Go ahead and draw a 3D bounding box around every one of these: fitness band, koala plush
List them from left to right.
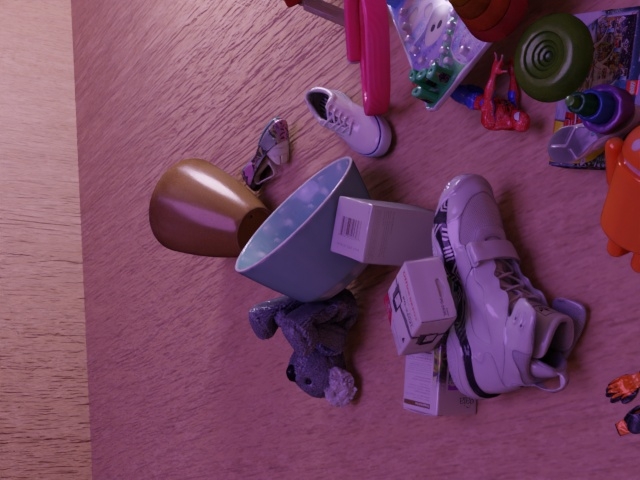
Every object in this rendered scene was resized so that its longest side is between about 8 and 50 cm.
[{"bbox_3d":[-0.005,0.220,1.852,0.196,0.203,0.221,11,116,56],"label":"koala plush"},{"bbox_3d":[0.088,-0.380,1.745,0.209,0.054,0.291,-105,8,-56],"label":"fitness band"}]

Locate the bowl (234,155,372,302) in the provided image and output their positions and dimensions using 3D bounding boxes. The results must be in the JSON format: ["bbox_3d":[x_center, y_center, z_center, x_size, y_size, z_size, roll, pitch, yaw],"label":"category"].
[{"bbox_3d":[0.000,0.000,1.783,0.311,0.163,0.311,-43,13,12],"label":"bowl"}]

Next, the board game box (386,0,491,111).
[{"bbox_3d":[0.241,-0.477,1.551,0.390,0.050,0.390,-51,34,33],"label":"board game box"}]

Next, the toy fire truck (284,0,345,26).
[{"bbox_3d":[-0.013,-0.578,1.955,0.158,0.217,0.246,3,131,56],"label":"toy fire truck"}]

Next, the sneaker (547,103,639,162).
[{"bbox_3d":[0.390,-0.147,1.291,0.152,0.061,0.054,-27,70,44],"label":"sneaker"}]

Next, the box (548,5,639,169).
[{"bbox_3d":[0.424,-0.220,1.349,0.159,0.044,0.233,11,95,55],"label":"box"}]

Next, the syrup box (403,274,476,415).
[{"bbox_3d":[0.210,0.177,1.574,0.096,0.093,0.237,-1,85,56],"label":"syrup box"}]

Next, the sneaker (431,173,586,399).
[{"bbox_3d":[0.295,0.067,1.431,0.210,0.137,0.366,-9,83,55],"label":"sneaker"}]

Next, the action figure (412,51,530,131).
[{"bbox_3d":[0.268,-0.273,1.543,0.280,0.091,0.139,47,133,48],"label":"action figure"}]

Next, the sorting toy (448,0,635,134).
[{"bbox_3d":[0.279,-0.279,1.283,0.127,0.126,0.365,-57,49,29],"label":"sorting toy"}]

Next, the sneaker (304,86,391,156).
[{"bbox_3d":[0.048,-0.240,1.868,0.258,0.091,0.094,42,120,50],"label":"sneaker"}]

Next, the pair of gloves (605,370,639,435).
[{"bbox_3d":[0.439,0.232,1.301,0.074,0.010,0.083,-40,55,46],"label":"pair of gloves"}]

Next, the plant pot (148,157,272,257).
[{"bbox_3d":[-0.239,-0.054,2.180,0.254,0.237,0.237,21,104,41],"label":"plant pot"}]

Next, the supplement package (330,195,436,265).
[{"bbox_3d":[0.125,-0.014,1.647,0.105,0.179,0.105,19,101,55],"label":"supplement package"}]

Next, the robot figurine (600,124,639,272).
[{"bbox_3d":[0.442,-0.066,1.202,0.158,0.128,0.219,-83,-1,-55],"label":"robot figurine"}]

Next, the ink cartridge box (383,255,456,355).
[{"bbox_3d":[0.158,0.107,1.474,0.150,0.063,0.109,109,152,-61],"label":"ink cartridge box"}]

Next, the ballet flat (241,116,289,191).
[{"bbox_3d":[-0.118,-0.192,2.139,0.079,0.077,0.221,57,139,18],"label":"ballet flat"}]
